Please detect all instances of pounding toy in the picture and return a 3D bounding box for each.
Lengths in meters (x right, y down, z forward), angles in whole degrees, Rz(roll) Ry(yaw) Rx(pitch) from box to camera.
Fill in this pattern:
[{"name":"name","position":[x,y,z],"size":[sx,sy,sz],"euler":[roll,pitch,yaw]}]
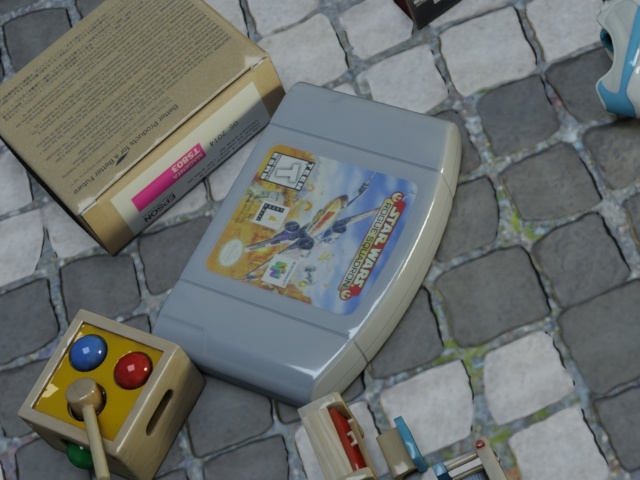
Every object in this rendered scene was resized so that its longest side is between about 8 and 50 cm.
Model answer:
[{"name":"pounding toy","position":[-0.183,0.144,1.428],"size":[0.130,0.100,0.141],"euler":[17,66,28]}]

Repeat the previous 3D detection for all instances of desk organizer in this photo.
[{"name":"desk organizer","position":[0.128,-0.267,1.609],"size":[0.130,0.047,0.050],"euler":[-35,53,-5]}]

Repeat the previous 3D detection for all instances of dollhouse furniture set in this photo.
[{"name":"dollhouse furniture set","position":[0.072,0.181,1.300],"size":[0.129,0.129,0.184],"euler":[-26,55,2]}]

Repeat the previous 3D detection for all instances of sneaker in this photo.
[{"name":"sneaker","position":[0.297,-0.212,1.493],"size":[0.092,0.087,0.229],"euler":[-2,57,20]}]

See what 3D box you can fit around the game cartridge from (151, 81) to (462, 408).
[{"name":"game cartridge","position":[0.000,0.000,1.485],"size":[0.198,0.062,0.297],"euler":[15,65,31]}]

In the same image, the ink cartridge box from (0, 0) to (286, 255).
[{"name":"ink cartridge box","position":[-0.179,-0.130,1.605],"size":[0.234,0.088,0.193],"euler":[-40,57,-9]}]
